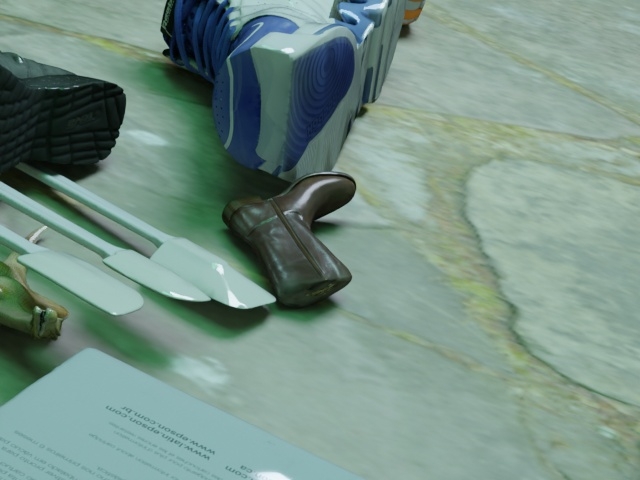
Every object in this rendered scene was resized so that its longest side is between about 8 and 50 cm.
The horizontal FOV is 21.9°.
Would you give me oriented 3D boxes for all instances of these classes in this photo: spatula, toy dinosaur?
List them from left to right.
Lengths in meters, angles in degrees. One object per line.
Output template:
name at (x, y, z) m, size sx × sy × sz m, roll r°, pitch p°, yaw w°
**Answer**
toy dinosaur at (-0.201, 0.031, 1.019) m, size 0.093 × 0.053 × 0.183 m, roll 13°, pitch 14°, yaw -18°
spatula at (-0.162, -0.005, 1.072) m, size 0.242 × 0.019 × 0.168 m, roll 26°, pitch 20°, yaw 32°

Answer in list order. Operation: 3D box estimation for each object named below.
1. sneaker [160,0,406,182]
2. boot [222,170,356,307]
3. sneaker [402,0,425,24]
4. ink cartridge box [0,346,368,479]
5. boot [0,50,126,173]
sneaker at (-0.055, -0.146, 1.288) m, size 0.182 × 0.127 × 0.315 m, roll 13°, pitch 24°, yaw 11°
boot at (0.000, 0.000, 1.128) m, size 0.106 × 0.037 × 0.114 m, roll -19°, pitch 37°, yaw -20°
sneaker at (-0.012, -0.338, 1.528) m, size 0.180 × 0.124 × 0.321 m, roll -1°, pitch 55°, yaw -15°
ink cartridge box at (-0.055, 0.192, 0.723) m, size 0.324 × 0.071 × 0.330 m, roll 25°, pitch 27°, yaw 15°
boot at (-0.265, -0.102, 1.143) m, size 0.161 × 0.083 × 0.246 m, roll 21°, pitch 10°, yaw 29°
